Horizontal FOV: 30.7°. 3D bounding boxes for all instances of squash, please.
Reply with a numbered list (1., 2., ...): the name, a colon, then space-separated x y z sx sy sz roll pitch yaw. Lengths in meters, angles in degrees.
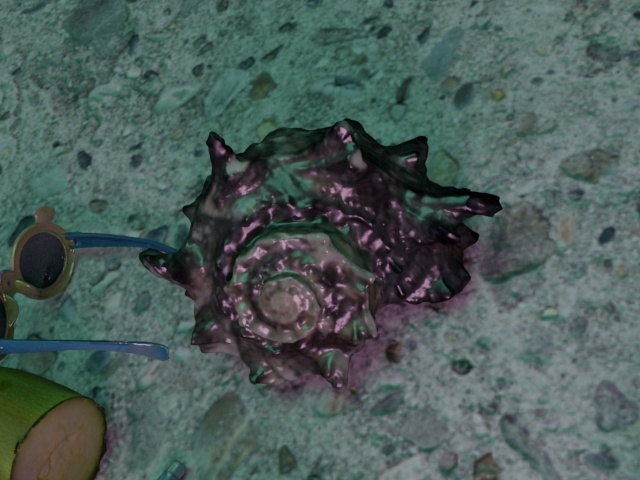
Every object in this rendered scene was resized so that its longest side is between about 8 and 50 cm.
1. squash: -0.298 0.176 1.106 0.186 0.123 0.123 17 68 38

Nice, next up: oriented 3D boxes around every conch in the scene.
1. conch: 0.003 0.011 1.041 0.313 0.186 0.241 -18 79 -9

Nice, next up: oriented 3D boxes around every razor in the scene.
1. razor: -0.166 0.254 1.043 0.068 0.040 0.135 21 66 33

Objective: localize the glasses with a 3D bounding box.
1. glasses: -0.226 0.070 1.160 0.220 0.088 0.190 16 39 13
